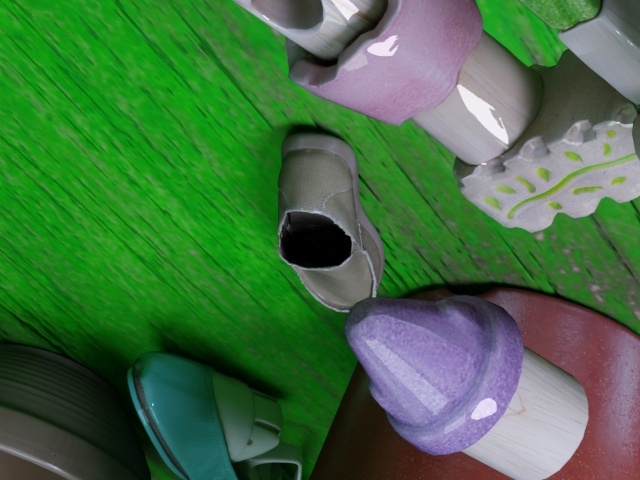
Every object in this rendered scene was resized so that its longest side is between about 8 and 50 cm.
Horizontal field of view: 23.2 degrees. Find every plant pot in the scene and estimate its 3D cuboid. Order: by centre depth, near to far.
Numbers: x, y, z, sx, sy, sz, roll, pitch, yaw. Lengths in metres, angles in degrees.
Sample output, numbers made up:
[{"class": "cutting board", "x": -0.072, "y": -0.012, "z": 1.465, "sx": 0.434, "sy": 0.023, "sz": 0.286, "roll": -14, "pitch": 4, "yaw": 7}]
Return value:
[{"class": "plant pot", "x": 0.093, "y": 0.188, "z": 0.905, "sx": 0.272, "sy": 0.265, "sz": 0.272, "roll": 13, "pitch": 148, "yaw": 9}, {"class": "plant pot", "x": -0.219, "y": 0.152, "z": 1.153, "sx": 0.237, "sy": 0.109, "sz": 0.237, "roll": 13, "pitch": 149, "yaw": 8}]

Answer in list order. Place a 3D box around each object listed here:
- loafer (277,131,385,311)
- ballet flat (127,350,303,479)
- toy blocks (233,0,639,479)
[{"class": "loafer", "x": 0.000, "y": 0.000, "z": 0.867, "sx": 0.056, "sy": 0.050, "sz": 0.148, "roll": 6, "pitch": 146, "yaw": 19}, {"class": "ballet flat", "x": -0.061, "y": 0.146, "z": 1.111, "sx": 0.087, "sy": 0.083, "sz": 0.247, "roll": -15, "pitch": 142, "yaw": 5}, {"class": "toy blocks", "x": 0.068, "y": -0.098, "z": 0.438, "sx": 0.260, "sy": 0.309, "sz": 0.288, "roll": 32, "pitch": 146, "yaw": -32}]
